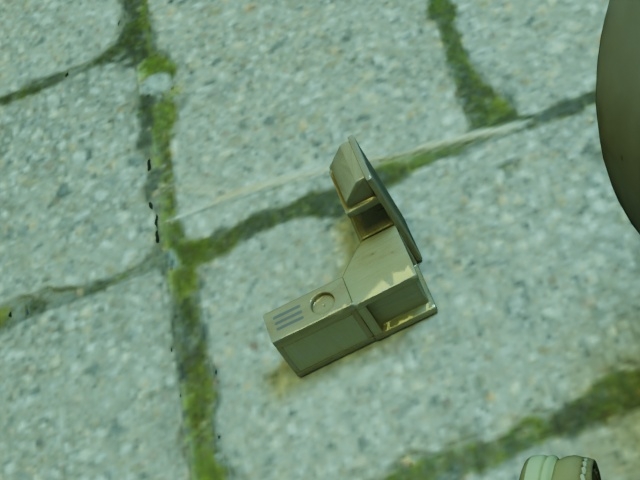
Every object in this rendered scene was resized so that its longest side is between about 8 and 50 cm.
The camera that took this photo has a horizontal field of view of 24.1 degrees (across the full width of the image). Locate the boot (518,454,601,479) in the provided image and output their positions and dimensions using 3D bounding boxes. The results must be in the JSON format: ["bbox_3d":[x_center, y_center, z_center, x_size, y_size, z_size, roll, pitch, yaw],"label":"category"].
[{"bbox_3d":[0.158,0.154,0.501,0.165,0.077,0.213,-19,55,13],"label":"boot"}]

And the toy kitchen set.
[{"bbox_3d":[0.000,0.000,0.695,0.075,0.068,0.083,-26,49,6],"label":"toy kitchen set"}]

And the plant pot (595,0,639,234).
[{"bbox_3d":[0.245,-0.033,0.473,0.323,0.323,0.280,-45,34,-10],"label":"plant pot"}]
